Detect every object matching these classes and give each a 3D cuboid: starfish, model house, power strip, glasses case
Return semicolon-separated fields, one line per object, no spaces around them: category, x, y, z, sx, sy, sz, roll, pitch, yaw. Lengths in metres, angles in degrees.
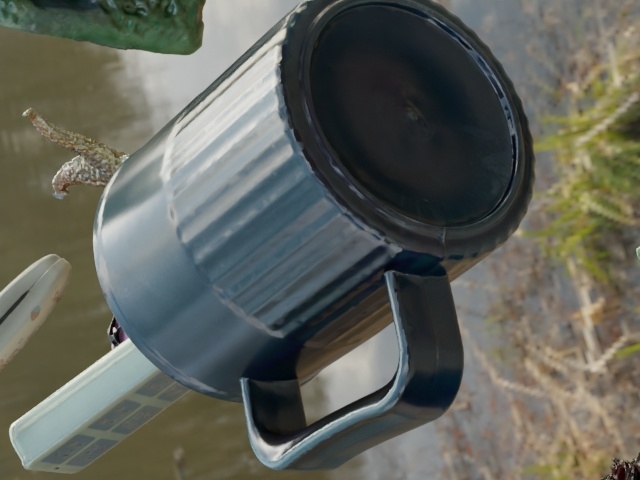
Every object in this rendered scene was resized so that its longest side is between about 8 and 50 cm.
starfish;-0.191;-0.056;1.600;0.231;0.295;0.048;147;144;-70
model house;-0.282;-0.411;1.822;0.245;0.312;0.280;50;128;53
power strip;-0.163;0.128;1.366;0.046;0.270;0.118;56;-173;21
glasses case;-0.325;0.095;1.491;0.051;0.204;0.081;38;162;4

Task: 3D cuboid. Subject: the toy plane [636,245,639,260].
toy plane;0.319;-0.006;1.282;0.111;0.102;0.040;55;-146;-40

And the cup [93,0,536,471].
cup;-0.014;-0.012;1.126;0.292;0.242;0.308;-37;26;48

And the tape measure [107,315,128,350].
tape measure;-0.202;0.103;1.829;0.074;0.125;0.118;-2;76;53

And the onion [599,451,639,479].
onion;0.255;0.246;1.000;0.221;0.281;0.281;31;-155;-55
